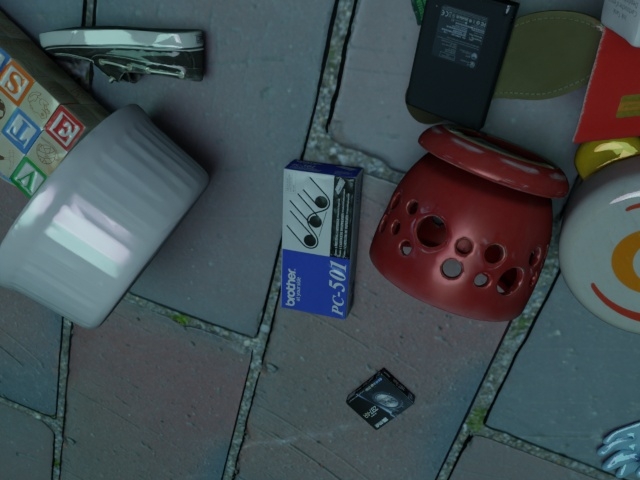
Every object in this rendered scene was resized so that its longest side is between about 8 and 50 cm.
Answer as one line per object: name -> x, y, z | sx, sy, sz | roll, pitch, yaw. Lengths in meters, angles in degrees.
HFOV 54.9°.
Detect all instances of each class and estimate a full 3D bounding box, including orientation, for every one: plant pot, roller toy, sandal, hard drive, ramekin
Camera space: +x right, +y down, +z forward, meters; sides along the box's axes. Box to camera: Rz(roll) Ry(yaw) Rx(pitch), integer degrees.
plant pot -> 0.172, -0.028, 0.697 | 0.191, 0.191, 0.174 | 22, 109, 6
roller toy -> 0.361, -0.008, 0.668 | 0.210, 0.146, 0.191 | 20, 124, 15
sandal -> 0.208, -0.193, 0.677 | 0.240, 0.079, 0.088 | -11, 108, 45
hard drive -> 0.146, -0.194, 0.655 | 0.094, 0.022, 0.135 | 28, 131, 25
ramekin -> -0.263, -0.022, 0.779 | 0.135, 0.277, 0.277 | 38, 118, -11

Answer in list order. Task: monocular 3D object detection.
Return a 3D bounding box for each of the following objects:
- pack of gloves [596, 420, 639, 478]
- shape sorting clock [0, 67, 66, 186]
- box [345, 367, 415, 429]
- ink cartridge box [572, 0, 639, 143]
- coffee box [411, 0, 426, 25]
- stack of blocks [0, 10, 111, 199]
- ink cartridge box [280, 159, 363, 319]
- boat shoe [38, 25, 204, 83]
pack of gloves -> 0.510, 0.315, 0.823 | 0.232, 0.046, 0.195 | -30, 101, 25
shape sorting clock -> -0.425, -0.168, 0.885 | 0.206, 0.040, 0.206 | 6, 115, 14
box -> 0.089, 0.239, 0.926 | 0.067, 0.018, 0.083 | 44, 117, -5
ink cartridge box -> 0.394, -0.198, 0.530 | 0.297, 0.066, 0.261 | -8, 129, -3
coffee box -> 0.174, -0.303, 0.630 | 0.184, 0.040, 0.113 | -10, 135, 20
stack of blocks -> -0.437, -0.187, 0.814 | 0.297, 0.087, 0.171 | 43, 108, 1
ink cartridge box -> 0.000, 0.000, 0.832 | 0.097, 0.046, 0.207 | 10, 115, 14
boat shoe -> -0.255, -0.235, 0.786 | 0.220, 0.077, 0.070 | 6, 113, 12
